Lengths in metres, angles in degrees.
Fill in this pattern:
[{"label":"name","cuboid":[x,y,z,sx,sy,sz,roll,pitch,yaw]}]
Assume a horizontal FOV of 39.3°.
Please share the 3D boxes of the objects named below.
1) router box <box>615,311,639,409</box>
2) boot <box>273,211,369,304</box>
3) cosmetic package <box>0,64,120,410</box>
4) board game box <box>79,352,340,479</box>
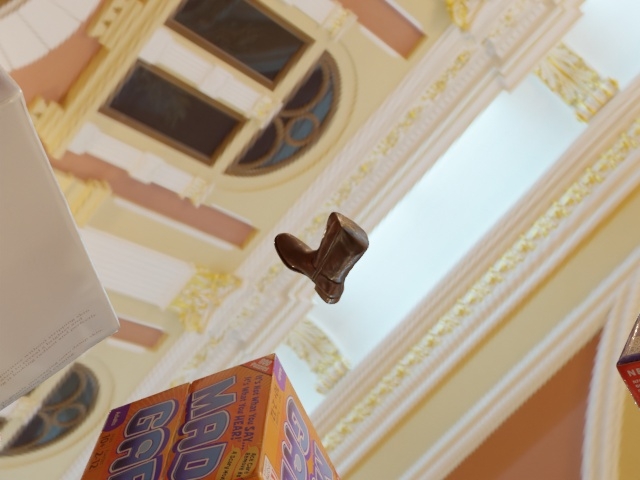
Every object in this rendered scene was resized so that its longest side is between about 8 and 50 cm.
[{"label":"router box","cuboid":[0.467,0.155,0.972,0.082,0.335,0.301,-23,-78,41]},{"label":"boot","cuboid":[0.000,0.000,0.931,0.106,0.037,0.114,44,-35,17]},{"label":"cosmetic package","cuboid":[-0.296,0.004,0.642,0.217,0.385,0.156,-35,-110,-19]},{"label":"board game box","cuboid":[-0.182,0.484,1.590,0.357,0.356,0.356,-21,-158,11]}]
